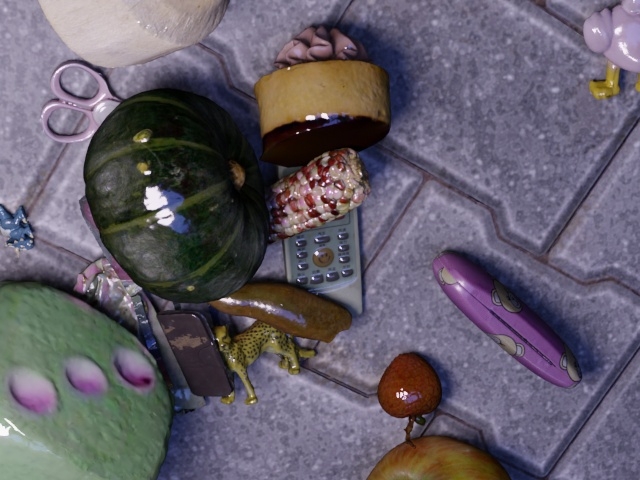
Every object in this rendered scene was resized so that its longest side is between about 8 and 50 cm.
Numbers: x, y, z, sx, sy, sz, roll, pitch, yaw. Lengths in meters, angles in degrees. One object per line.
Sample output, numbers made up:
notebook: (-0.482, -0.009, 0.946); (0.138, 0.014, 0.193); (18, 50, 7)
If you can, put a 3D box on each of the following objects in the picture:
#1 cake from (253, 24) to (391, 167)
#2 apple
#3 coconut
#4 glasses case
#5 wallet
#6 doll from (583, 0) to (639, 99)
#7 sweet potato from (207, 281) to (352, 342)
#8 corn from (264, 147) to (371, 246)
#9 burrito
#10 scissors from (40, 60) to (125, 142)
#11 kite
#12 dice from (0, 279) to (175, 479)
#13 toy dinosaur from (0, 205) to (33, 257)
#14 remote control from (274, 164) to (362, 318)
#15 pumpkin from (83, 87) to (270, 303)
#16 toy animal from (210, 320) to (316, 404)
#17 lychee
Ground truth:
cake: (-0.007, -0.215, 1.884); (0.207, 0.185, 0.178); (-15, 79, -4)
apple: (0.201, 0.451, 2.161); (0.264, 0.264, 0.264); (-5, 113, -11)
coconut: (-0.249, -0.348, 1.740); (0.266, 0.237, 0.237); (-13, 123, 39)
glasses case: (0.295, 0.127, 2.113); (0.316, 0.123, 0.076); (40, 98, -23)
wallet: (-0.183, 0.167, 1.983); (0.082, 0.018, 0.157); (-2, 124, 29)
doll: (0.460, -0.383, 1.957); (0.160, 0.094, 0.365); (-8, 114, -7)
sweet potato: (-0.063, 0.102, 2.014); (0.243, 0.077, 0.077); (16, 108, -20)
corn: (-0.050, -0.049, 1.937); (0.280, 0.092, 0.092); (-24, 118, 27)
burrito: (-0.272, 0.155, 2.029); (0.096, 0.066, 0.309); (-29, 118, -3)
scissors: (-0.272, -0.172, 1.912); (0.242, 0.030, 0.118); (15, 109, -18)
kite: (-0.230, 0.044, 1.973); (0.204, 0.022, 0.360); (-27, 116, -31)
dice: (-0.414, 0.267, 1.871); (0.322, 0.330, 0.318); (37, 120, -20)
toy dinosaur: (-0.443, -0.018, 1.937); (0.047, 0.030, 0.083); (-21, 115, -6)
remote control: (0.000, 0.000, 2.040); (0.123, 0.038, 0.285); (-7, 113, -10)
pumpkin: (-0.195, -0.060, 1.804); (0.207, 0.300, 0.300); (-14, 117, 19)
toy animal: (-0.093, 0.161, 2.054); (0.181, 0.073, 0.136); (-28, 113, -33)
lychee: (0.138, 0.249, 2.132); (0.101, 0.114, 0.140); (16, 86, 20)
